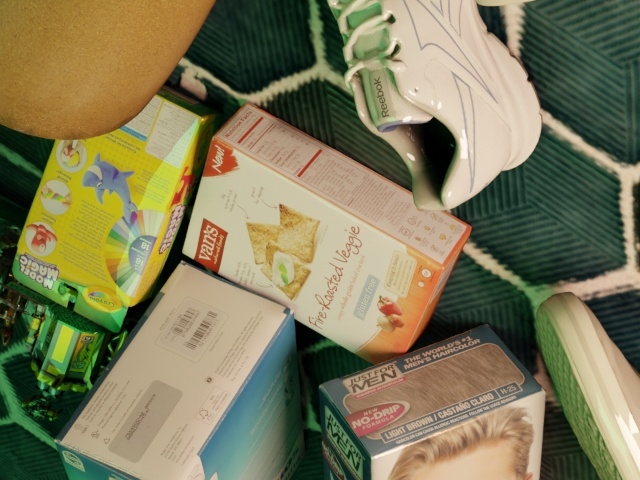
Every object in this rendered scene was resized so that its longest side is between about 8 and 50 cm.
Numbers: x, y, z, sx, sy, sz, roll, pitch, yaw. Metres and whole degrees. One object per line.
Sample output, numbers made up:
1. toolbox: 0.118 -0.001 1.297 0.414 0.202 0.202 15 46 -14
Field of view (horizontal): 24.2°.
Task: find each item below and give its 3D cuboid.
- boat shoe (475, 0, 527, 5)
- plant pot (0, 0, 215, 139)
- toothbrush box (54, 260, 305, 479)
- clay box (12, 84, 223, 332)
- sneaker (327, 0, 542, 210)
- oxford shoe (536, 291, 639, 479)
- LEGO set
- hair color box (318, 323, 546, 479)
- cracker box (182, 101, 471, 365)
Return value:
1. boat shoe: 0.213 -0.230 0.954 0.335 0.112 0.095 -7 125 42
2. plant pot: -0.158 -0.234 1.102 0.237 0.237 0.254 47 139 -9
3. toothbrush box: -0.121 0.198 1.424 0.126 0.216 0.295 23 150 18
4. clay box: -0.189 -0.040 1.360 0.127 0.053 0.222 27 108 13
5. sneaker: 0.064 -0.156 1.105 0.111 0.129 0.297 -15 115 43
6. oxford shoe: 0.324 0.222 1.261 0.130 0.169 0.449 -32 98 3
7. LEGO set: -0.328 0.093 1.488 0.331 0.255 0.192 22 109 2
8. hair color box: 0.103 0.259 1.383 0.105 0.174 0.347 51 154 46
9. cracker box: 0.000 0.000 1.326 0.232 0.067 0.156 30 137 10
